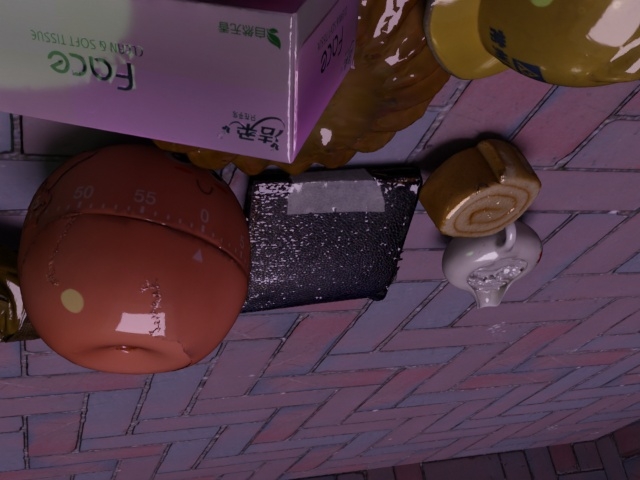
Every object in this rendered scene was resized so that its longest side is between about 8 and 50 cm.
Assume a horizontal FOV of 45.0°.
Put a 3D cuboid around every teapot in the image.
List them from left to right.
[{"bbox_3d":[0.245,0.016,1.108,0.145,0.092,0.226,-13,152,-3],"label":"teapot"}]

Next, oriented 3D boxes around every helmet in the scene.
[{"bbox_3d":[0.220,-0.188,0.568,0.257,0.140,0.205,-44,148,9],"label":"helmet"}]

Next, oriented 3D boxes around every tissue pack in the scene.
[{"bbox_3d":[-0.112,-0.136,0.476,0.246,0.148,0.092,12,127,12],"label":"tissue pack"}]

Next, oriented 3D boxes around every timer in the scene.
[{"bbox_3d":[-0.185,0.018,0.785,0.230,0.215,0.229,-1,154,0],"label":"timer"}]

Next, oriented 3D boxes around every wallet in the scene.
[{"bbox_3d":[0.000,0.000,1.005,0.221,0.071,0.262,-2,143,-13],"label":"wallet"}]

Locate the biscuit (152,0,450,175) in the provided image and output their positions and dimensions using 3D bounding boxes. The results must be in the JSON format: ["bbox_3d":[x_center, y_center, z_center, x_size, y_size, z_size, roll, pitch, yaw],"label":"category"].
[{"bbox_3d":[-0.021,-0.156,0.659,0.326,0.107,0.326,-11,151,-6],"label":"biscuit"}]

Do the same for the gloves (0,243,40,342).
[{"bbox_3d":[-0.429,0.039,0.824,0.154,0.141,0.331,-29,149,33],"label":"gloves"}]

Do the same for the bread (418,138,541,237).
[{"bbox_3d":[0.195,-0.065,0.937,0.149,0.073,0.122,3,137,-44],"label":"bread"}]
